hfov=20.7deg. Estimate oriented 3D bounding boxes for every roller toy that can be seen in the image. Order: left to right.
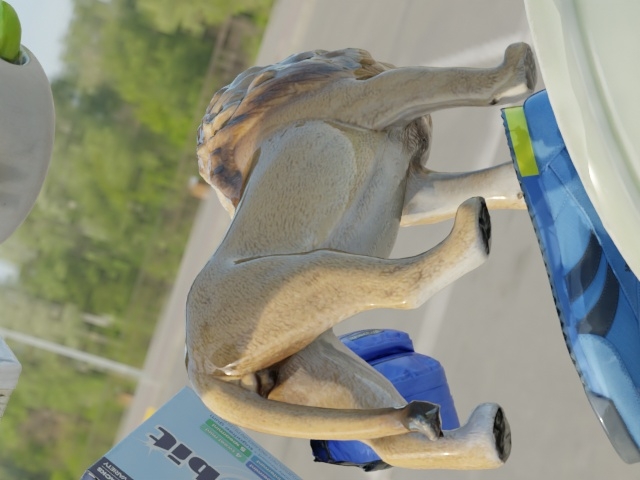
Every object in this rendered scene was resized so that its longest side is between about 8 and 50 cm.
[{"bbox_3d":[-0.324,-0.086,1.425,0.191,0.146,0.209,-28,62,38],"label":"roller toy"}]

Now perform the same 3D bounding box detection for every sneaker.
[{"bbox_3d":[0.159,0.011,0.930,0.069,0.082,0.209,47,-151,-72],"label":"sneaker"}]

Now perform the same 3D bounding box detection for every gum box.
[{"bbox_3d":[-0.085,0.200,1.318,0.041,0.157,0.184,-54,-6,22],"label":"gum box"}]

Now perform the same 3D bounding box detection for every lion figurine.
[{"bbox_3d":[0.000,0.000,0.996,0.392,0.240,0.142,-63,-39,-57],"label":"lion figurine"}]

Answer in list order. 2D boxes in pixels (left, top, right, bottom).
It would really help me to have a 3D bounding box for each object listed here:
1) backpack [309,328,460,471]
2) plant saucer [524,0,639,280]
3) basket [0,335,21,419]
[{"bbox_3d":[0.039,0.117,1.276,0.120,0.098,0.101,-179,71,-72],"label":"backpack"},{"bbox_3d":[0.252,-0.134,0.923,0.100,0.400,0.401,-14,50,40],"label":"plant saucer"},{"bbox_3d":[-0.387,0.136,1.671,0.113,0.167,0.103,41,120,50],"label":"basket"}]
